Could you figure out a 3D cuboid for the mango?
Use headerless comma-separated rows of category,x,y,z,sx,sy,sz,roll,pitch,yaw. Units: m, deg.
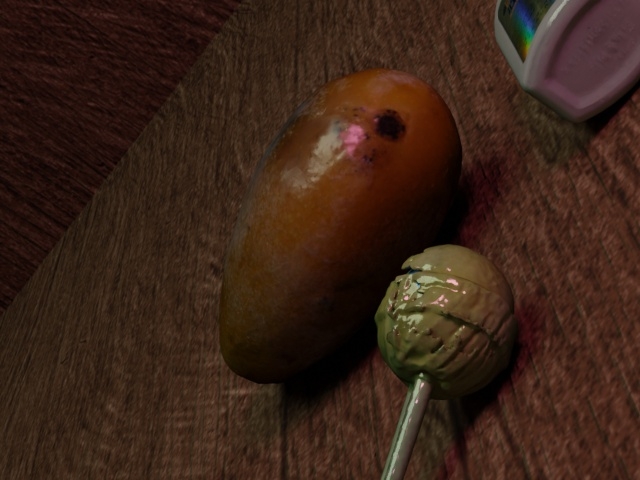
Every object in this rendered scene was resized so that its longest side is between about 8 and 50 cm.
mango,0.000,0.000,1.404,0.316,0.146,0.193,-56,-1,37

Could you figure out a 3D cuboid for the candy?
candy,0.040,0.155,1.091,0.093,0.092,0.335,7,65,32

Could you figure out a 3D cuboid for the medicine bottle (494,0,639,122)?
medicine bottle,0.185,-0.172,1.313,0.121,0.083,0.229,-54,13,15
